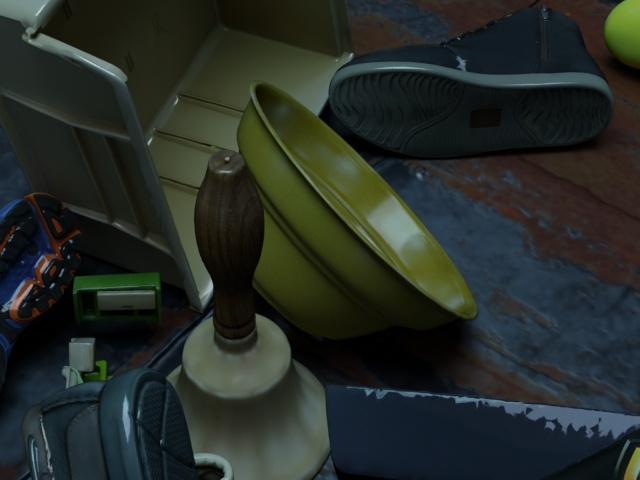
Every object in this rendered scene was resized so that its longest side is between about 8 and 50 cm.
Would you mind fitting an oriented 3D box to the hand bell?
[{"bbox_3d":[-0.049,0.041,0.821,0.126,0.242,0.126,1,47,-1],"label":"hand bell"}]

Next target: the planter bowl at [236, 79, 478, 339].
[{"bbox_3d":[0.000,0.000,0.931,0.090,0.217,0.217,-43,52,12],"label":"planter bowl"}]

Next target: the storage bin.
[{"bbox_3d":[-0.095,-0.140,0.954,0.123,0.260,0.262,18,59,20],"label":"storage bin"}]

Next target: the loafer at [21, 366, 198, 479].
[{"bbox_3d":[-0.103,0.206,0.739,0.084,0.096,0.268,-13,77,18],"label":"loafer"}]

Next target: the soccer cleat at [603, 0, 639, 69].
[{"bbox_3d":[0.366,-0.135,1.093,0.289,0.093,0.121,12,55,10],"label":"soccer cleat"}]

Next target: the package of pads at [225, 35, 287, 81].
[{"bbox_3d":[-0.039,-0.153,1.139,0.050,0.032,0.083,23,52,15],"label":"package of pads"}]

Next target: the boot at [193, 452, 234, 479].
[{"bbox_3d":[-0.121,0.165,0.814,0.158,0.085,0.059,-11,51,-9],"label":"boot"}]

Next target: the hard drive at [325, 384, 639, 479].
[{"bbox_3d":[0.131,0.140,0.790,0.254,0.172,0.054,6,66,8],"label":"hard drive"}]

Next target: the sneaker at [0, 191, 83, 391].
[{"bbox_3d":[-0.244,0.065,0.915,0.087,0.083,0.221,-3,43,54],"label":"sneaker"}]

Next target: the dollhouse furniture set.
[{"bbox_3d":[-0.132,0.092,0.886,0.058,0.076,0.152,-1,47,-4],"label":"dollhouse furniture set"}]

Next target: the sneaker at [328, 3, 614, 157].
[{"bbox_3d":[0.113,-0.131,1.101,0.222,0.083,0.118,3,40,-8],"label":"sneaker"}]

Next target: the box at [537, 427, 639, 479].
[{"bbox_3d":[0.197,0.178,0.648,0.257,0.322,0.079,-20,50,-19],"label":"box"}]
